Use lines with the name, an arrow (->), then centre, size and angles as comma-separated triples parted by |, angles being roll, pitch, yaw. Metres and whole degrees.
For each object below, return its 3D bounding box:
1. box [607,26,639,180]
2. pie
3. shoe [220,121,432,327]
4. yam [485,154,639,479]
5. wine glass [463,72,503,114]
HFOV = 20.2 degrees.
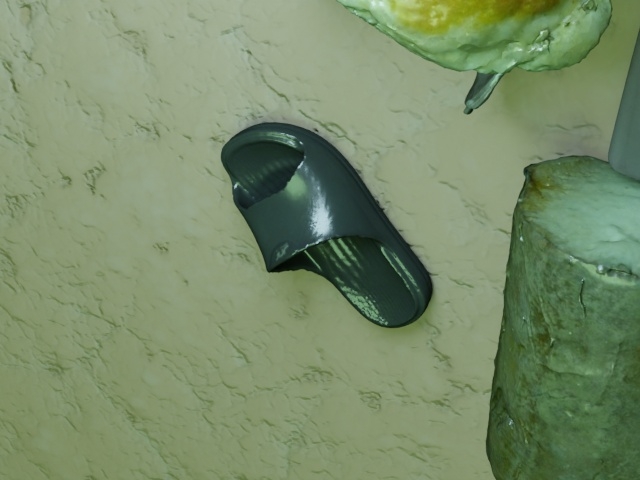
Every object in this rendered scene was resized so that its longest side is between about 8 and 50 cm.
box -> 0.296, -0.146, 1.391 | 0.103, 0.055, 0.244 | 20, 130, 14
pie -> 0.124, -0.257, 1.274 | 0.257, 0.274, 0.105 | 32, 178, -20
shoe -> 0.000, 0.000, 1.640 | 0.241, 0.093, 0.108 | 47, 133, -12
yam -> 0.242, 0.091, 1.510 | 0.195, 0.195, 0.300 | 15, 129, 18
wine glass -> 0.078, -0.192, 1.443 | 0.183, 0.122, 0.122 | 37, 133, -7
